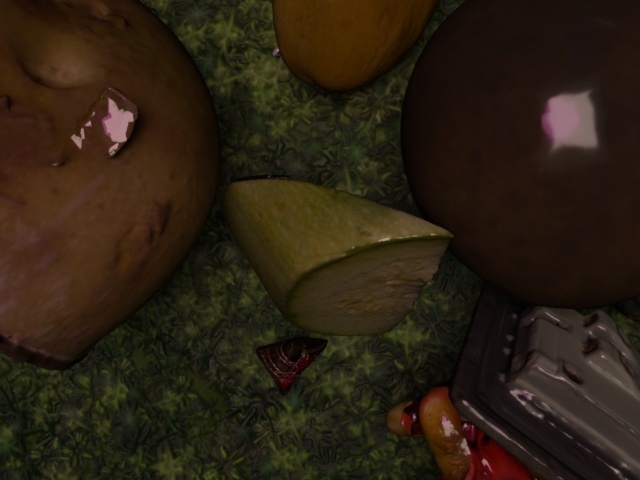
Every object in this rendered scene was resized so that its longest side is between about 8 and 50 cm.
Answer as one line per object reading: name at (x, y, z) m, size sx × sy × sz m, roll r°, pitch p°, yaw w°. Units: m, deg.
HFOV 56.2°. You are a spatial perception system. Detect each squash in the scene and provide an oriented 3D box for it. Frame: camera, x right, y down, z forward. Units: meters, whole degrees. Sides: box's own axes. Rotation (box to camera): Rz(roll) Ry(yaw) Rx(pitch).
squash at (0.000, 0.000, 0.646) m, size 0.204 × 0.237 × 0.155 m, roll -3°, pitch 57°, yaw -12°

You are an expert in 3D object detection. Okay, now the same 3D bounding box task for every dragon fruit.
dragon fruit at (0.214, 0.292, 0.613) m, size 0.227 × 0.243 × 0.307 m, roll -30°, pitch 109°, yaw -33°

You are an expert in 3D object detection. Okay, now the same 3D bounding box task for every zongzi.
zongzi at (-0.036, 0.134, 0.710) m, size 0.083 × 0.073 × 0.067 m, roll -33°, pitch 68°, yaw 4°

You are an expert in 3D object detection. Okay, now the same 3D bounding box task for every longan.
longan at (0.228, -0.096, 0.576) m, size 0.319 × 0.319 × 0.319 m, roll 0°, pitch 90°, yaw 6°

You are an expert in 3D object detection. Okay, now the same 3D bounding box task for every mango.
mango at (0.064, -0.313, 0.638) m, size 0.142 × 0.195 × 0.331 m, roll 43°, pitch 108°, yaw 39°

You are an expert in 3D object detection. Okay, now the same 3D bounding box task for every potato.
potato at (-0.290, -0.135, 0.592) m, size 0.442 × 0.385 × 0.319 m, roll 43°, pitch 79°, yaw -7°

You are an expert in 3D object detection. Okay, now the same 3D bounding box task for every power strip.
power strip at (0.264, 0.148, 0.589) m, size 0.251 × 0.257 × 0.092 m, roll 42°, pitch 121°, yaw 1°

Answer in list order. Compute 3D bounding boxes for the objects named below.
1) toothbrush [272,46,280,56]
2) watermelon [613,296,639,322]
toothbrush at (0.006, -0.278, 0.737) m, size 0.162 × 0.014 × 0.017 m, roll -34°, pitch 74°, yaw 5°
watermelon at (0.372, 0.048, 0.651) m, size 0.133 × 0.105 × 0.105 m, roll 38°, pitch 94°, yaw -3°
